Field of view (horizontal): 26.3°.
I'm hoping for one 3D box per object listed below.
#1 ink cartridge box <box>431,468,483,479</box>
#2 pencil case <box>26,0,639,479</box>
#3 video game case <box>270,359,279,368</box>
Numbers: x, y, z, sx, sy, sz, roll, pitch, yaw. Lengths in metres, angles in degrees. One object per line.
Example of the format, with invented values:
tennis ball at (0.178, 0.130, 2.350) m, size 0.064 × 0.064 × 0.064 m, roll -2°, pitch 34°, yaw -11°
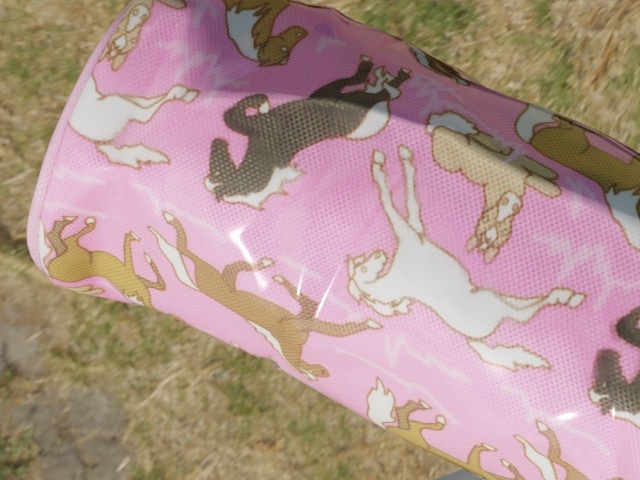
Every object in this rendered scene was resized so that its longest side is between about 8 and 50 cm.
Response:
ink cartridge box at (0.113, 0.285, 1.046) m, size 0.127 × 0.176 × 0.128 m, roll -16°, pitch 133°, yaw -16°
pencil case at (0.071, 0.029, 0.553) m, size 0.386 × 0.160 × 0.167 m, roll 30°, pitch 96°, yaw 12°
video game case at (0.000, 0.000, 1.041) m, size 0.026 × 0.274 × 0.196 m, roll -46°, pitch 68°, yaw 26°
